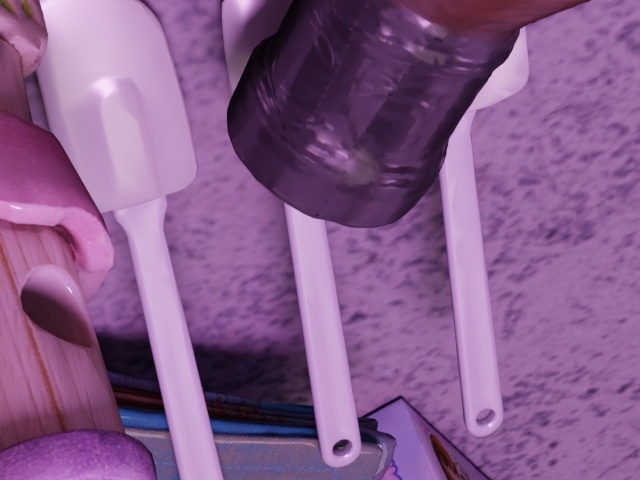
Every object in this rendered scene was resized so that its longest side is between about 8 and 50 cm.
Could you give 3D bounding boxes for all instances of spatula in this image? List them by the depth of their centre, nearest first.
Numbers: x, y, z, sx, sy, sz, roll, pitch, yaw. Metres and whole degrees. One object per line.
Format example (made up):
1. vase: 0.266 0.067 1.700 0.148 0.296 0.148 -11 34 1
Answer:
1. spatula: 0.000 0.000 0.594 0.168 0.019 0.242 -18 123 -12

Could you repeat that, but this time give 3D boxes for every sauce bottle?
1. sauce bottle: 0.073 -0.143 0.426 0.111 0.111 0.344 2 137 -30

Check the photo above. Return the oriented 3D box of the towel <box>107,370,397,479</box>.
1. towel: -0.162 0.188 0.729 0.271 0.040 0.370 12 126 -24

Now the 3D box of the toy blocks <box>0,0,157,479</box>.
1. toy blocks: -0.132 -0.025 0.347 0.309 0.260 0.288 -36 142 20

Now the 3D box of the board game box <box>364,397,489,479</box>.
1. board game box: -0.017 0.244 0.925 0.318 0.066 0.318 -30 143 10
